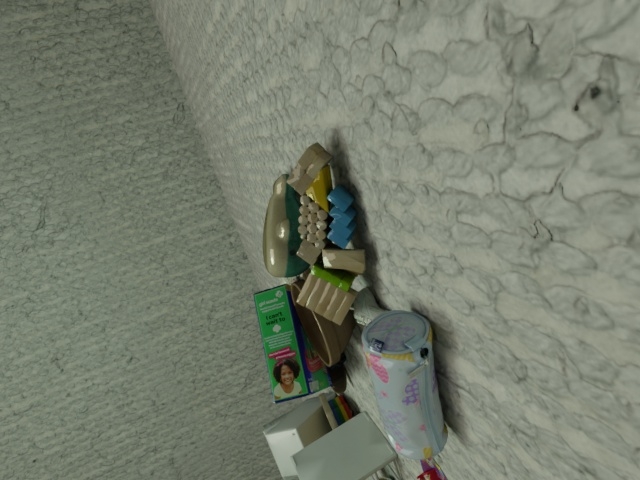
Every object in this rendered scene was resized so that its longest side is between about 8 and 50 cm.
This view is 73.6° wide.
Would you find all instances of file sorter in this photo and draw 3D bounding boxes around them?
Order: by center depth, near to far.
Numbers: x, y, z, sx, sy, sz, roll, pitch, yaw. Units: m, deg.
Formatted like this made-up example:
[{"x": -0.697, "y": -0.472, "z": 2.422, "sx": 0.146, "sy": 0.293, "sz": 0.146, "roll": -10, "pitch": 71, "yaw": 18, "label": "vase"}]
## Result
[{"x": 0.086, "y": 0.713, "z": 1.318, "sx": 0.193, "sy": 0.277, "sz": 0.173, "roll": 39, "pitch": 153, "yaw": 59, "label": "file sorter"}]

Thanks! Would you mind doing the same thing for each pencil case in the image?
[{"x": 0.155, "y": 0.255, "z": 0.751, "sx": 0.124, "sy": 0.113, "sz": 0.273, "roll": 13, "pitch": 127, "yaw": 42, "label": "pencil case"}]

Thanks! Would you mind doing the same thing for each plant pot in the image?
[{"x": 0.017, "y": 0.201, "z": 1.133, "sx": 0.237, "sy": 0.109, "sz": 0.237, "roll": 58, "pitch": 163, "yaw": 30, "label": "plant pot"}]

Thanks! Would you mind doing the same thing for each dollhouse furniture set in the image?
[{"x": -0.081, "y": 0.119, "z": 1.395, "sx": 0.091, "sy": 0.081, "sz": 0.114, "roll": 59, "pitch": 162, "yaw": 27, "label": "dollhouse furniture set"}]

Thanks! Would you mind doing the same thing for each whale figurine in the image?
[{"x": -0.078, "y": -0.037, "z": 1.145, "sx": 0.216, "sy": 0.141, "sz": 0.272, "roll": 177, "pitch": 95, "yaw": -77, "label": "whale figurine"}]

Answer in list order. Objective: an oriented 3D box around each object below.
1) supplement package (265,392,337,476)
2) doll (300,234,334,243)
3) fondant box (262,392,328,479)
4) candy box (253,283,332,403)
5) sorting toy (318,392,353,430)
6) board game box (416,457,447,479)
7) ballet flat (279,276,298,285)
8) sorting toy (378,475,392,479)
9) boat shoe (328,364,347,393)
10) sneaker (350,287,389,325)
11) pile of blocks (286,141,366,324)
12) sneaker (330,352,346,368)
[{"x": -0.043, "y": 0.767, "z": 1.707, "sx": 0.175, "sy": 0.293, "sz": 0.178, "roll": -26, "pitch": 85, "yaw": 33, "label": "supplement package"}, {"x": 0.000, "y": 0.000, "z": 1.017, "sx": 0.129, "sy": 0.046, "sz": 0.189, "roll": 15, "pitch": 126, "yaw": 45, "label": "doll"}, {"x": -0.061, "y": 0.871, "z": 1.908, "sx": 0.238, "sy": 0.330, "sz": 0.096, "roll": 65, "pitch": 166, "yaw": 6, "label": "fondant box"}, {"x": -0.081, "y": 0.313, "z": 1.320, "sx": 0.268, "sy": 0.122, "sz": 0.317, "roll": 42, "pitch": -150, "yaw": -71, "label": "candy box"}, {"x": 0.094, "y": 0.695, "z": 1.566, "sx": 0.257, "sy": 0.089, "sz": 0.256, "roll": 136, "pitch": 110, "yaw": -82, "label": "sorting toy"}, {"x": 0.256, "y": 0.564, "z": 0.986, "sx": 0.133, "sy": 0.033, "sz": 0.169, "roll": 25, "pitch": 136, "yaw": 68, "label": "board game box"}, {"x": -0.107, "y": 0.186, "z": 1.586, "sx": 0.091, "sy": 0.077, "sz": 0.241, "roll": 38, "pitch": 147, "yaw": 62, "label": "ballet flat"}, {"x": 0.230, "y": 0.807, "z": 1.399, "sx": 0.083, "sy": 0.044, "sz": 0.075, "roll": 61, "pitch": 156, "yaw": 25, "label": "sorting toy"}, {"x": 0.045, "y": 0.428, "z": 1.464, "sx": 0.072, "sy": 0.068, "sz": 0.190, "roll": 73, "pitch": 178, "yaw": -68, "label": "boat shoe"}, {"x": 0.105, "y": 0.158, "z": 0.875, "sx": 0.152, "sy": 0.061, "sz": 0.054, "roll": 44, "pitch": 151, "yaw": 51, "label": "sneaker"}, {"x": 0.029, "y": -0.016, "z": 0.851, "sx": 0.113, "sy": 0.148, "sz": 0.362, "roll": -50, "pitch": -39, "yaw": -58, "label": "pile of blocks"}, {"x": 0.025, "y": 0.318, "z": 1.323, "sx": 0.081, "sy": 0.080, "sz": 0.211, "roll": 52, "pitch": 158, "yaw": 38, "label": "sneaker"}]
